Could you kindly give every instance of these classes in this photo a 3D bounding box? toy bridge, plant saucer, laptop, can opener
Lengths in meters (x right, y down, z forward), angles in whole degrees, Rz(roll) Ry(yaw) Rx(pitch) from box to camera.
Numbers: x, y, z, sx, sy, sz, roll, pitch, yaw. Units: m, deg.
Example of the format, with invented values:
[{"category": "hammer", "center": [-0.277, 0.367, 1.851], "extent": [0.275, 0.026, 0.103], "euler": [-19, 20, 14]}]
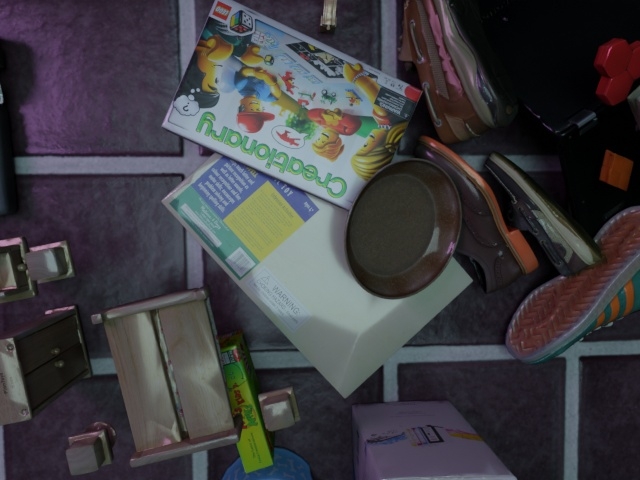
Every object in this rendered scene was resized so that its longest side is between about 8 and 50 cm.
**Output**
[{"category": "toy bridge", "center": [0.018, -0.405, 0.704], "extent": [0.026, 0.063, 0.188], "euler": [3, 92, -5]}, {"category": "plant saucer", "center": [0.111, -0.017, 0.666], "extent": [0.199, 0.036, 0.198], "euler": [-8, 108, -27]}, {"category": "laptop", "center": [0.466, -0.258, 0.771], "extent": [0.382, 0.236, 0.408], "euler": [-34, 124, -1]}, {"category": "can opener", "center": [-0.489, -0.172, 0.669], "extent": [0.074, 0.093, 0.280], "euler": [-3, 98, -5]}]

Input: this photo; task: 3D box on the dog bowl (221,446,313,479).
[{"category": "dog bowl", "center": [-0.033, 0.462, 0.743], "extent": [0.297, 0.074, 0.166], "euler": [45, 89, -5]}]

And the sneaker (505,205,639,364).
[{"category": "sneaker", "center": [0.430, 0.093, 0.741], "extent": [0.121, 0.108, 0.302], "euler": [37, 102, -25]}]

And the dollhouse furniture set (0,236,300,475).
[{"category": "dollhouse furniture set", "center": [-0.232, 0.117, 0.655], "extent": [0.356, 0.174, 0.303], "euler": [-11, 95, -3]}]

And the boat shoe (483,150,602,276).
[{"category": "boat shoe", "center": [0.323, -0.039, 0.731], "extent": [0.223, 0.080, 0.073], "euler": [50, 119, 12]}]

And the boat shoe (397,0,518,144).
[{"category": "boat shoe", "center": [0.164, -0.289, 0.686], "extent": [0.123, 0.120, 0.324], "euler": [0, 69, -45]}]

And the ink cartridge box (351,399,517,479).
[{"category": "ink cartridge box", "center": [0.142, 0.352, 0.670], "extent": [0.168, 0.233, 0.171], "euler": [-1, 94, -4]}]

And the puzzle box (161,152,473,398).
[{"category": "puzzle box", "center": [0.000, 0.000, 0.731], "extent": [0.272, 0.052, 0.409], "euler": [-42, 95, -1]}]

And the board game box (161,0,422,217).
[{"category": "board game box", "center": [-0.037, -0.179, 0.665], "extent": [0.305, 0.053, 0.193], "euler": [23, 92, -6]}]

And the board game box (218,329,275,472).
[{"category": "board game box", "center": [-0.115, 0.235, 0.714], "extent": [0.043, 0.092, 0.181], "euler": [-17, 94, -2]}]

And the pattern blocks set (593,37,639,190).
[{"category": "pattern blocks set", "center": [0.504, -0.183, 0.667], "extent": [0.285, 0.026, 0.325], "euler": [-33, 123, -2]}]

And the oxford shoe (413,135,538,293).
[{"category": "oxford shoe", "center": [0.216, -0.036, 0.727], "extent": [0.098, 0.097, 0.271], "euler": [-38, 95, 5]}]
